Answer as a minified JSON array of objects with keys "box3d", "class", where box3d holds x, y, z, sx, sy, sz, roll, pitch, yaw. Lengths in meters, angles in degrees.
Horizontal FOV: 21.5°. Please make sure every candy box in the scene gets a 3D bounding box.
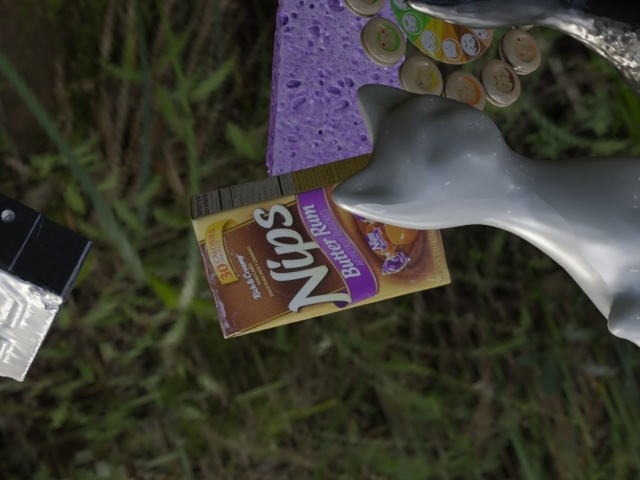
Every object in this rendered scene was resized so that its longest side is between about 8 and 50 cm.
[{"box3d":[0.000,0.000,1.324,0.187,0.109,0.053,-14,-155,0],"class":"candy box"}]

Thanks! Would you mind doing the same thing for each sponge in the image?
[{"box3d":[0.016,-0.155,1.498,0.117,0.210,0.031,-2,-157,-14],"class":"sponge"}]

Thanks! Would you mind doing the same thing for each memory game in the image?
[{"box3d":[0.094,-0.179,1.271,0.186,0.186,0.012,-10,167,-36],"class":"memory game"}]

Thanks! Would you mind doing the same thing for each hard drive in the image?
[{"box3d":[-0.359,-0.013,1.329,0.339,0.064,0.237,27,154,-8],"class":"hard drive"}]

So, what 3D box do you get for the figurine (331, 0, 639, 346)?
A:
[{"box3d":[0.122,-0.058,0.787,0.209,0.215,0.092,22,144,-2],"class":"figurine"}]
